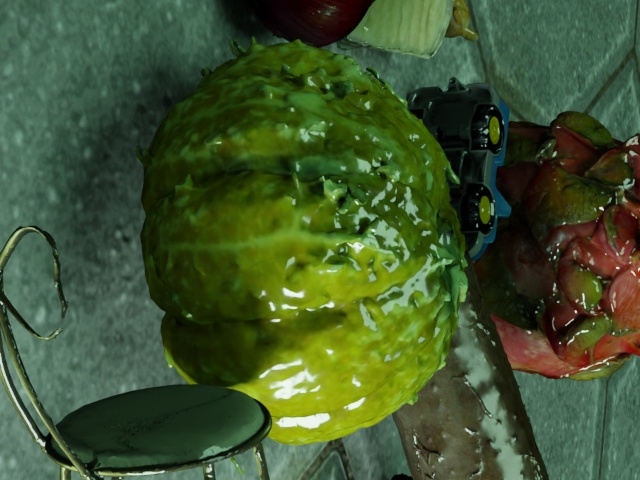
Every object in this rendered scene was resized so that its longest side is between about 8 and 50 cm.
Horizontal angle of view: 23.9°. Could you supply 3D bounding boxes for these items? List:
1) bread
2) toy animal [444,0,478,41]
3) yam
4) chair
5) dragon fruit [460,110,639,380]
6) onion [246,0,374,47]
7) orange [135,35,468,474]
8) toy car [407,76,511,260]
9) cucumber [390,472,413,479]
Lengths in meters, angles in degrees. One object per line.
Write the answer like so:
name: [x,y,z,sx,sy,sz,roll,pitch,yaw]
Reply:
bread: [0.050,-0.230,1.365,0.172,0.064,0.232,-53,147,-24]
toy animal: [0.141,-0.252,1.553,0.081,0.060,0.083,31,54,-8]
yam: [0.113,0.126,1.363,0.131,0.131,0.279,-11,81,-59]
chair: [-0.114,0.125,0.965,0.170,0.160,0.325,-13,106,-26]
dragon fruit: [0.311,0.018,1.622,0.296,0.263,0.314,8,81,-59]
onion: [-0.005,-0.222,1.243,0.131,0.131,0.131,5,84,-59]
orange: [0.000,0.000,1.128,0.301,0.223,0.300,-64,143,-59]
toy car: [0.135,-0.061,1.492,0.100,0.097,0.191,35,59,-54]
cucumber: [0.042,0.329,1.347,0.300,0.072,0.072,-56,134,-44]
